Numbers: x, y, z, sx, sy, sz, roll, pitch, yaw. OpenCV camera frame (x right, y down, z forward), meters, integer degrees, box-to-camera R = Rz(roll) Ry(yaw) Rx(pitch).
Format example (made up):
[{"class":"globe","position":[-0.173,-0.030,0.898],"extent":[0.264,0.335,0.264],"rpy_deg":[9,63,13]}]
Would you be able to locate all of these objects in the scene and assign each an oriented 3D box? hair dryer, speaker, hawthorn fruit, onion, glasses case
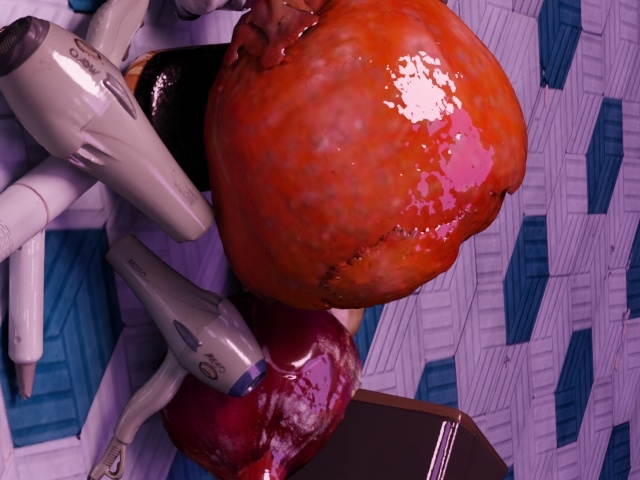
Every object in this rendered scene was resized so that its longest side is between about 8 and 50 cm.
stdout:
[{"class":"hair dryer","position":[-0.142,-0.105,1.513],"extent":[0.219,0.088,0.225],"rpy_deg":[62,36,-15]},{"class":"hair dryer","position":[-0.157,0.094,1.626],"extent":[0.167,0.199,0.067],"rpy_deg":[59,20,9]},{"class":"speaker","position":[0.042,0.242,1.897],"extent":[0.192,0.231,0.153],"rpy_deg":[53,50,-57]},{"class":"hair dryer","position":[-0.221,0.034,1.504],"extent":[0.155,0.044,0.183],"rpy_deg":[-46,142,-51]},{"class":"hawthorn fruit","position":[0.022,-0.103,1.554],"extent":[0.276,0.276,0.307],"rpy_deg":[-48,122,-51]},{"class":"onion","position":[-0.064,0.151,1.681],"extent":[0.140,0.195,0.218],"rpy_deg":[40,41,-34]},{"class":"glasses case","position":[-0.078,-0.112,1.704],"extent":[0.321,0.082,0.122],"rpy_deg":[-15,112,-61]}]

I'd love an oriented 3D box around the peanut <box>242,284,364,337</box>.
[{"class":"peanut","position":[0.000,0.000,1.867],"extent":[0.137,0.122,0.253],"rpy_deg":[57,43,-44]}]

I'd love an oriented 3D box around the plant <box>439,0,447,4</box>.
[{"class":"plant","position":[0.069,-0.193,1.943],"extent":[0.203,0.131,0.142],"rpy_deg":[-2,98,-56]}]

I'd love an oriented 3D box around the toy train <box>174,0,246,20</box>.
[{"class":"toy train","position":[-0.037,-0.306,1.683],"extent":[0.299,0.131,0.202],"rpy_deg":[-41,132,-56]}]
